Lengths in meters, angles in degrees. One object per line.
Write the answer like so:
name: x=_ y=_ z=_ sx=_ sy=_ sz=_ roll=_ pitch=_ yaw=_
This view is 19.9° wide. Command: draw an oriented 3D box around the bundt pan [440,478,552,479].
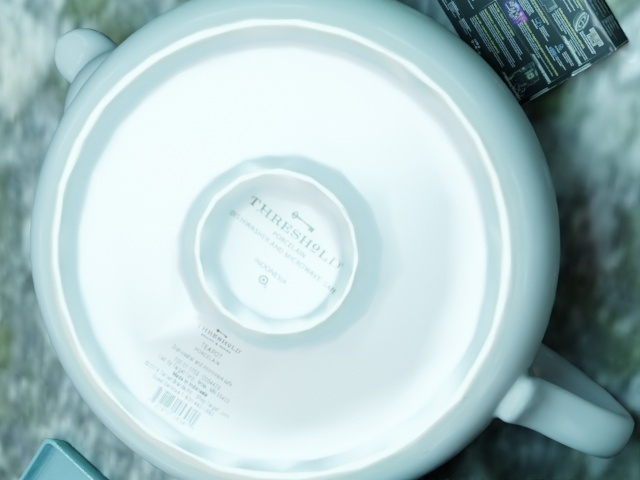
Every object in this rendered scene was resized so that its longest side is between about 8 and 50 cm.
bundt pan: x=0.054 y=0.193 z=0.831 sx=0.331 sy=0.331 sz=0.124 roll=-22 pitch=63 yaw=34

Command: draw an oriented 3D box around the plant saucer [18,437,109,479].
plant saucer: x=-0.105 y=0.199 z=1.097 sx=0.192 sy=0.018 sz=0.067 roll=42 pitch=124 yaw=9

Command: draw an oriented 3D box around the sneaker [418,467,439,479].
sneaker: x=0.006 y=0.165 z=0.988 sx=0.234 sy=0.078 sz=0.106 roll=-37 pitch=92 yaw=39

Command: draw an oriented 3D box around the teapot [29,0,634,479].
teapot: x=0.000 y=0.000 z=0.858 sx=0.253 sy=0.187 sz=0.256 roll=-11 pitch=92 yaw=10

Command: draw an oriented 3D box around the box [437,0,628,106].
box: x=0.094 y=-0.111 z=0.856 sx=0.067 sy=0.018 sz=0.083 roll=-31 pitch=93 yaw=35
